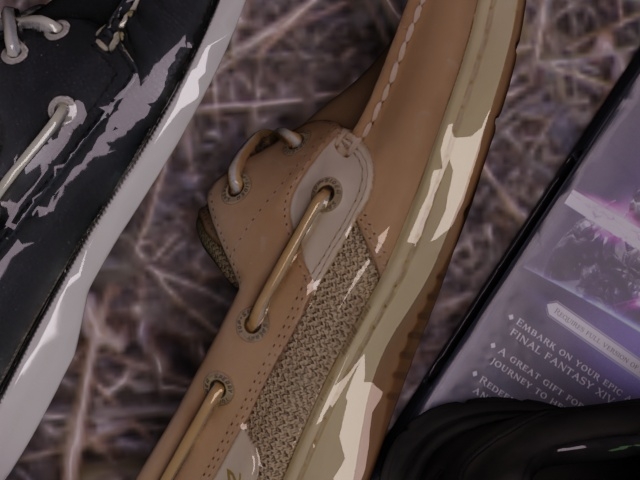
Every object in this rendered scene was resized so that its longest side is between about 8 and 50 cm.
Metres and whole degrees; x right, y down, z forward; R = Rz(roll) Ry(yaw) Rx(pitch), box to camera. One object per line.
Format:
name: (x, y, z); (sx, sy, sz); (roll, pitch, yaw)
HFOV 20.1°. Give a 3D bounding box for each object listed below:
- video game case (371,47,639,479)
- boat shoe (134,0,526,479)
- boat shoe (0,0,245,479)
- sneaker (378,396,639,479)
video game case: (0.163, 0.066, 0.854); (0.196, 0.026, 0.274); (35, 84, -12)
boat shoe: (0.000, 0.000, 0.765); (0.110, 0.121, 0.341); (20, 88, 4)
boat shoe: (-0.115, -0.042, 0.742); (0.091, 0.114, 0.302); (25, 86, -18)
sneaker: (0.175, 0.108, 0.780); (0.286, 0.130, 0.109); (-11, 93, -13)
